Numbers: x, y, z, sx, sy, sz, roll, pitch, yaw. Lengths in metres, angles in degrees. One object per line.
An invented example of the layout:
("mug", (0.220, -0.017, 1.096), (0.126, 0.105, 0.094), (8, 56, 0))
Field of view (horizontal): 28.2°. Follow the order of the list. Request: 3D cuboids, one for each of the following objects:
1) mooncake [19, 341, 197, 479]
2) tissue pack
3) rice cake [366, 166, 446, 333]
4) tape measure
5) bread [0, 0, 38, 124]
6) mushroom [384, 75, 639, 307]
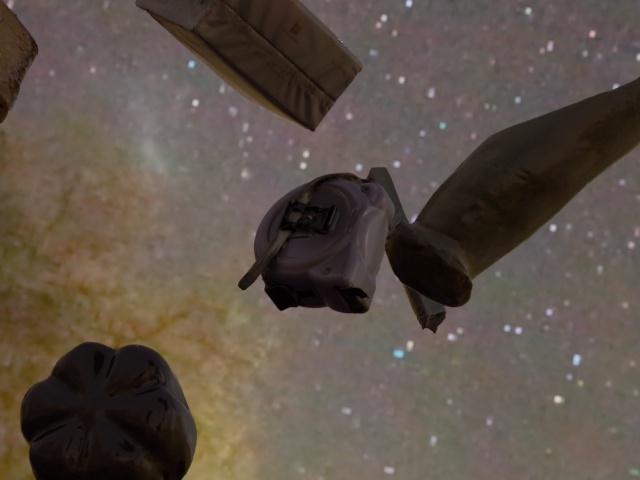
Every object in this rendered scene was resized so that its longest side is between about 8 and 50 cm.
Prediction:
("mooncake", (-0.290, 0.258, 1.742), (0.244, 0.245, 0.133), (8, -30, 18))
("tissue pack", (-0.090, -0.259, 1.588), (0.225, 0.124, 0.185), (37, -1, -38))
("rice cake", (0.129, 0.017, 2.006), (0.051, 0.290, 0.081), (-16, -27, -7))
("tape measure", (-0.004, 0.003, 1.636), (0.178, 0.196, 0.105), (-9, -41, 26))
("bread", (-0.325, -0.169, 1.170), (0.083, 0.211, 0.114), (-38, -70, 13))
("mushroom", (0.206, -0.067, 1.253), (0.107, 0.333, 0.087), (47, -5, 15))
